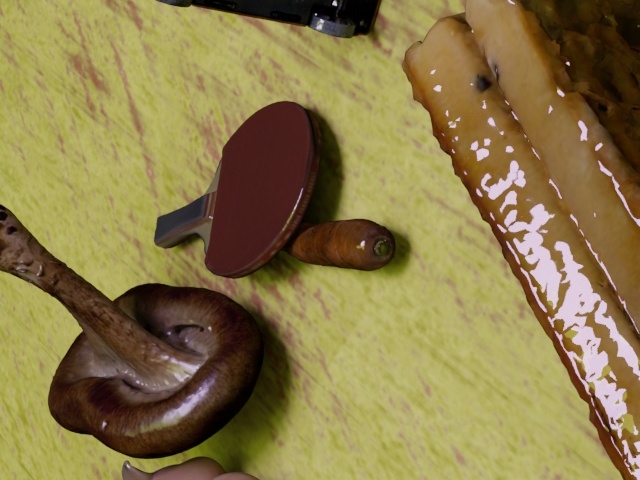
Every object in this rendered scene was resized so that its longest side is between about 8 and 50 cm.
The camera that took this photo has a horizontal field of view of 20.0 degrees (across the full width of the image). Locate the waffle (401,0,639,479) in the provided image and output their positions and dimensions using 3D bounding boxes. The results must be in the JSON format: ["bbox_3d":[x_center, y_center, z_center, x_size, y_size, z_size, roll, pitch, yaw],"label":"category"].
[{"bbox_3d":[0.191,0.008,0.869,0.091,0.213,0.308,-49,49,35],"label":"waffle"}]

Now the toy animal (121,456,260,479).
[{"bbox_3d":[-0.083,0.197,1.309,0.150,0.089,0.083,-8,76,43],"label":"toy animal"}]

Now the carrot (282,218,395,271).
[{"bbox_3d":[0.000,0.002,1.263,0.165,0.036,0.035,2,88,58],"label":"carrot"}]

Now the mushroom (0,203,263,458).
[{"bbox_3d":[-0.167,0.053,1.316,0.227,0.217,0.148,0,52,48],"label":"mushroom"}]

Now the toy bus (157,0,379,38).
[{"bbox_3d":[-0.049,-0.194,1.217,0.088,0.194,0.083,36,114,51],"label":"toy bus"}]

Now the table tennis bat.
[{"bbox_3d":[-0.064,-0.029,1.342,0.220,0.019,0.130,-22,54,54],"label":"table tennis bat"}]
